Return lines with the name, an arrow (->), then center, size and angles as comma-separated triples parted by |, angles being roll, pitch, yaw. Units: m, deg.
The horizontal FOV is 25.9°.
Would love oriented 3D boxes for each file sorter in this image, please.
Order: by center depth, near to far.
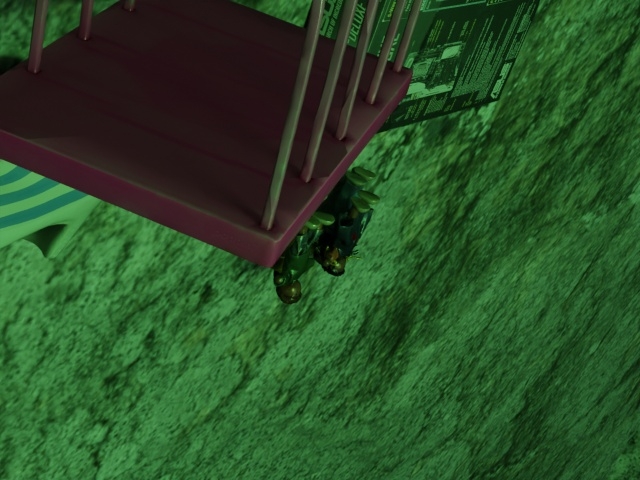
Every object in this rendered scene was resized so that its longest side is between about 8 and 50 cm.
file sorter -> -0.053, -0.156, 0.846 | 0.291, 0.202, 0.182 | -54, 163, -58

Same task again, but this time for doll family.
doll family -> 0.000, 0.000, 1.352 | 0.193, 0.076, 0.111 | -19, 135, -49

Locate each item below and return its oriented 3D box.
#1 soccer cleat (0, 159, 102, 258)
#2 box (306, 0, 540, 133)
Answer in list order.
soccer cleat -> -0.250, -0.044, 0.885 | 0.331, 0.116, 0.143 | 7, 117, -58
box -> 0.113, -0.245, 1.207 | 0.242, 0.076, 0.307 | -19, 139, -44
